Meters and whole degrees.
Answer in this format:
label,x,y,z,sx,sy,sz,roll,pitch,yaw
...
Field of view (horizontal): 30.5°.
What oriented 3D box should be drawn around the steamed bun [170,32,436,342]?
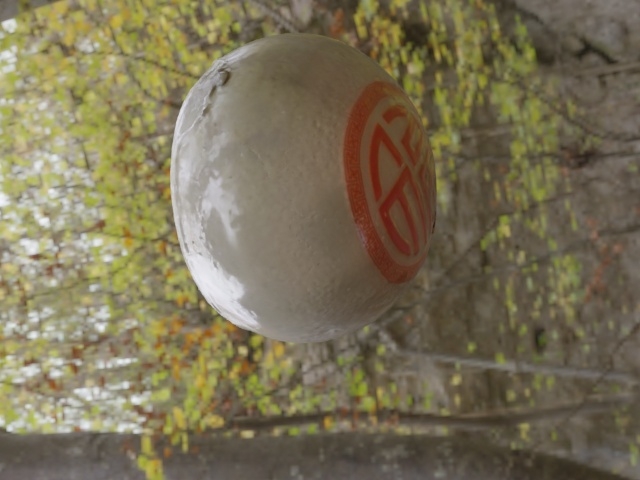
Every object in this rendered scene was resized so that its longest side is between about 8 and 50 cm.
label,x,y,z,sx,sy,sz,roll,pitch,yaw
steamed bun,0.008,-0.048,1.040,0.283,0.177,0.282,14,-106,-60
